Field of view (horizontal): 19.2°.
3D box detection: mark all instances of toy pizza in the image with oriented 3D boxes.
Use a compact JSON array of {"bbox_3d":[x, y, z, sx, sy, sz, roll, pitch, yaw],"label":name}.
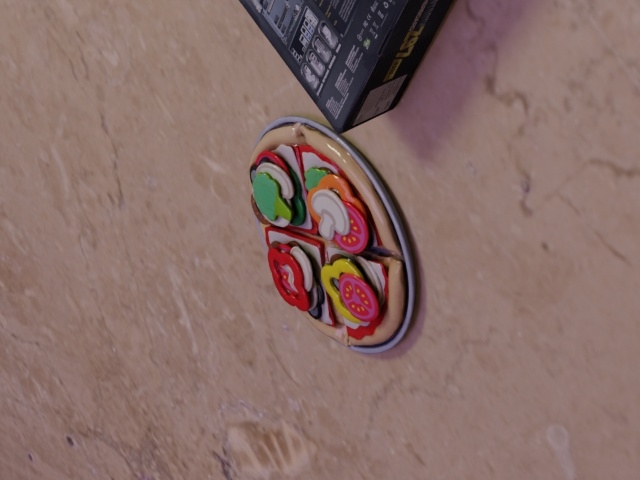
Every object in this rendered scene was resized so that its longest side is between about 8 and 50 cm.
[{"bbox_3d":[0.000,0.000,1.482,0.201,0.032,0.201,37,140,38],"label":"toy pizza"}]

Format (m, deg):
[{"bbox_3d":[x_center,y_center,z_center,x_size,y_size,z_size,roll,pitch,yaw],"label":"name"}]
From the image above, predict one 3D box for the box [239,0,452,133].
[{"bbox_3d":[0.013,-0.210,1.278,0.183,0.059,0.233,53,149,17],"label":"box"}]
